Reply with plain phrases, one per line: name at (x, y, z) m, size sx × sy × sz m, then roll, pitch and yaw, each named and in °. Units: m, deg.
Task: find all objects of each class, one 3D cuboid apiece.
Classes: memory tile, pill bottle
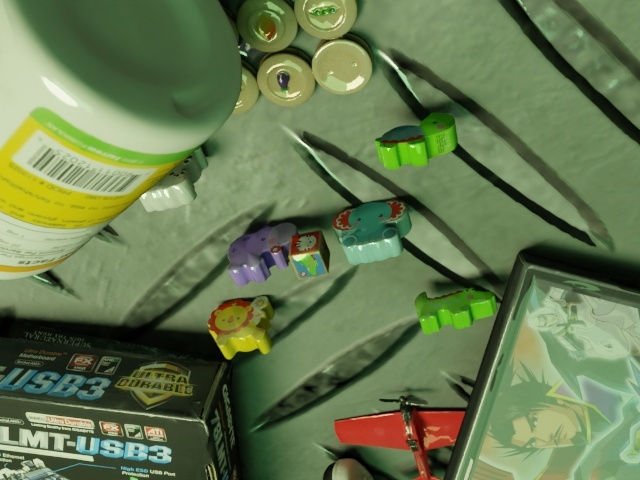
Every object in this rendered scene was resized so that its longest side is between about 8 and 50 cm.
memory tile at (-0.049, -0.126, 0.460) m, size 0.148 × 0.012 × 0.113 m, roll -8°, pitch 129°, yaw 15°
pill bottle at (-0.169, -0.060, 0.445) m, size 0.136 × 0.136 × 0.245 m, roll 39°, pitch 133°, yaw -23°

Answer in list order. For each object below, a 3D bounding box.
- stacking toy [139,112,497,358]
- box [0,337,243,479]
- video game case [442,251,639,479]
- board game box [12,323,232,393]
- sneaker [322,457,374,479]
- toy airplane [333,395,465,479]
stacking toy at (0.000, 0.000, 0.540) m, size 0.221 × 0.052 × 0.167 m, roll -9°, pitch 130°, yaw 13°
box at (-0.218, 0.216, 0.694) m, size 0.295 × 0.073 × 0.293 m, roll 4°, pitch 126°, yaw 8°
video game case at (0.227, 0.169, 0.575) m, size 0.248 × 0.035 × 0.275 m, roll 15°, pitch 107°, yaw 2°
board game box at (-0.174, 0.139, 0.696) m, size 0.186 × 0.026 × 0.126 m, roll 9°, pitch 132°, yaw 0°
sneaker at (0.006, 0.298, 0.770) m, size 0.121 × 0.079 × 0.217 m, roll -10°, pitch 130°, yaw 15°
toy airplane at (0.087, 0.190, 0.700) m, size 0.151 × 0.028 × 0.151 m, roll 5°, pitch 131°, yaw 6°
